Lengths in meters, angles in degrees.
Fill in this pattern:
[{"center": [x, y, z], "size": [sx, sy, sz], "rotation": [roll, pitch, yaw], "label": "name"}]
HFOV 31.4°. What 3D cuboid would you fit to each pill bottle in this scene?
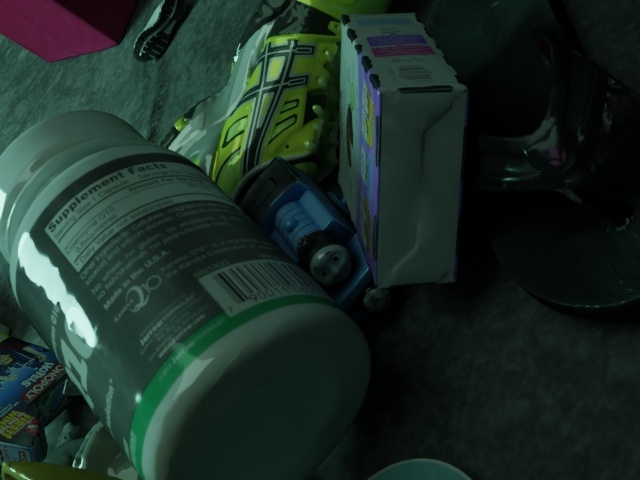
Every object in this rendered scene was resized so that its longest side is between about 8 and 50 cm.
[{"center": [-0.138, 0.046, 0.974], "size": [0.204, 0.204, 0.361], "rotation": [-54, 51, 8], "label": "pill bottle"}]

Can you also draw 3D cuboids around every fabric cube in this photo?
[{"center": [-0.429, -0.457, 1.761], "size": [0.259, 0.258, 0.254], "rotation": [0, 66, 51], "label": "fabric cube"}]

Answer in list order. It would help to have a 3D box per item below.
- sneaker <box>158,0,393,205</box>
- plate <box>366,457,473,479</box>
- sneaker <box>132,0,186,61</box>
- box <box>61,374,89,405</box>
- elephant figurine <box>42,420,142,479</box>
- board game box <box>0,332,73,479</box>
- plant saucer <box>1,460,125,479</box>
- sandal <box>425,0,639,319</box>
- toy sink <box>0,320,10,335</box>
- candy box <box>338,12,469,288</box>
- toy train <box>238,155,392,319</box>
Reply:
[{"center": [-0.018, -0.140, 1.158], "size": [0.147, 0.145, 0.384], "rotation": [39, 98, 31], "label": "sneaker"}, {"center": [0.063, 0.253, 0.835], "size": [0.188, 0.024, 0.188], "rotation": [-30, 45, 35], "label": "plate"}, {"center": [-0.224, -0.295, 1.587], "size": [0.109, 0.040, 0.044], "rotation": [-54, 19, 2], "label": "sneaker"}, {"center": [-0.241, 0.141, 1.269], "size": [0.062, 0.052, 0.083], "rotation": [-11, 58, 47], "label": "box"}, {"center": [-0.145, 0.229, 1.029], "size": [0.239, 0.186, 0.169], "rotation": [-30, 0, 21], "label": "elephant figurine"}, {"center": [-0.362, 0.197, 1.289], "size": [0.194, 0.060, 0.194], "rotation": [16, 35, 25], "label": "board game box"}, {"center": [-0.073, 0.312, 0.785], "size": [0.081, 0.332, 0.333], "rotation": [-26, 20, -32], "label": "plant saucer"}, {"center": [0.158, -0.104, 0.905], "size": [0.167, 0.107, 0.445], "rotation": [-45, 36, 19], "label": "sandal"}, {"center": [-0.560, 0.136, 1.598], "size": [0.234, 0.131, 0.152], "rotation": [22, 83, 55], "label": "toy sink"}, {"center": [0.062, -0.081, 0.935], "size": [0.196, 0.070, 0.164], "rotation": [-105, 13, -61], "label": "candy box"}, {"center": [0.000, 0.000, 1.026], "size": [0.080, 0.105, 0.184], "rotation": [-52, 35, 11], "label": "toy train"}]
